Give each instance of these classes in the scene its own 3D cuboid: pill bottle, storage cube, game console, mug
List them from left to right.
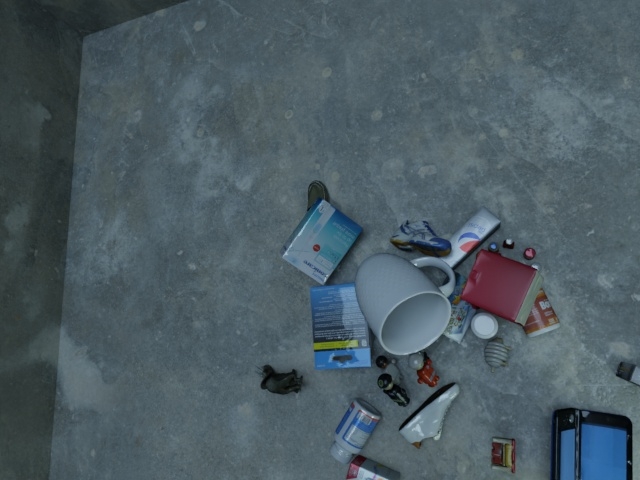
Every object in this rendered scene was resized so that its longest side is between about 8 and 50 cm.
[{"bbox_3d":[0.128,0.738,1.774,0.124,0.124,0.222,32,91,23],"label":"pill bottle"},{"bbox_3d":[0.313,0.182,1.680,0.373,0.276,0.328,-25,36,-6],"label":"mug"},{"bbox_3d":[0.595,0.310,1.666,0.094,0.169,0.094,-4,77,20],"label":"pill bottle"},{"bbox_3d":[0.622,0.160,1.564,0.193,0.183,0.215,24,90,35],"label":"storage cube"},{"bbox_3d":[0.756,0.228,1.650,0.121,0.121,0.216,-25,72,14],"label":"pill bottle"},{"bbox_3d":[0.877,0.709,1.483,0.173,0.250,0.294,-5,75,47],"label":"game console"}]

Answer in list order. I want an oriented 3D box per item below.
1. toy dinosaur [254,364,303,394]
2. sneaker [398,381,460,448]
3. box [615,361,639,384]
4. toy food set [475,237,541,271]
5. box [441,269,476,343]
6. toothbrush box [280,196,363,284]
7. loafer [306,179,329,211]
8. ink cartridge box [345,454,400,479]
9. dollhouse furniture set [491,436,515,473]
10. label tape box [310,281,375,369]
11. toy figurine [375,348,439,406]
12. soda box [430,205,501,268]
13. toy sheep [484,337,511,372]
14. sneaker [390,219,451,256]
[{"bbox_3d":[-0.163,0.585,1.871,0.160,0.313,0.121,-3,87,-19],"label":"toy dinosaur"},{"bbox_3d":[0.431,0.652,1.701,0.123,0.106,0.290,45,104,13],"label":"sneaker"},{"bbox_3d":[1.084,0.464,1.445,0.230,0.183,0.056,23,87,24],"label":"box"},{"bbox_3d":[0.707,0.055,1.713,0.232,0.104,0.111,16,84,23],"label":"toy food set"},{"bbox_3d":[0.508,0.249,1.734,0.159,0.044,0.233,29,89,-14],"label":"box"},{"bbox_3d":[0.000,0.000,1.927,0.216,0.126,0.296,36,93,-14],"label":"toothbrush box"},{"bbox_3d":[-0.012,-0.154,2.035,0.094,0.087,0.252,-13,75,17],"label":"loafer"},{"bbox_3d":[0.192,0.910,1.711,0.176,0.127,0.128,14,83,21],"label":"ink cartridge box"},{"bbox_3d":[0.645,0.857,1.524,0.152,0.201,0.375,2,73,21],"label":"dollhouse furniture set"},{"bbox_3d":[0.093,0.349,1.878,0.240,0.106,0.335,-8,76,18],"label":"label tape box"},{"bbox_3d":[0.310,0.476,1.705,0.213,0.210,0.148,-38,106,12],"label":"toy figurine"},{"bbox_3d":[0.563,0.006,1.783,0.286,0.098,0.091,-44,68,6],"label":"soda box"},{"bbox_3d":[0.641,0.417,1.673,0.091,0.091,0.132,9,63,22],"label":"toy sheep"},{"bbox_3d":[0.397,-0.022,1.786,0.296,0.111,0.131,15,70,55],"label":"sneaker"}]
